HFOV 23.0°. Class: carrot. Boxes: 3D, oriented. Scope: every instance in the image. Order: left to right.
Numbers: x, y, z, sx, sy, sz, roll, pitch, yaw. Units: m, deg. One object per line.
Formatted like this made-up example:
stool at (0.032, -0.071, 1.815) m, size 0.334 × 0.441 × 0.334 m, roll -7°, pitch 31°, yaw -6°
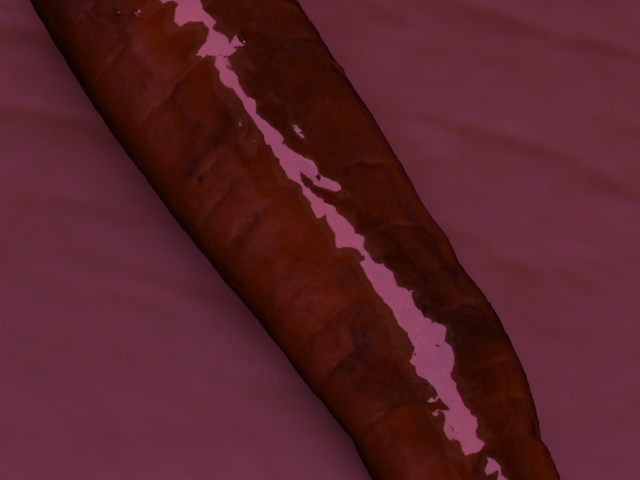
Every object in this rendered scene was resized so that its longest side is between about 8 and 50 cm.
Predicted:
carrot at (0.000, 0.000, 0.359) m, size 0.059 × 0.059 × 0.248 m, roll -29°, pitch 71°, yaw -15°
